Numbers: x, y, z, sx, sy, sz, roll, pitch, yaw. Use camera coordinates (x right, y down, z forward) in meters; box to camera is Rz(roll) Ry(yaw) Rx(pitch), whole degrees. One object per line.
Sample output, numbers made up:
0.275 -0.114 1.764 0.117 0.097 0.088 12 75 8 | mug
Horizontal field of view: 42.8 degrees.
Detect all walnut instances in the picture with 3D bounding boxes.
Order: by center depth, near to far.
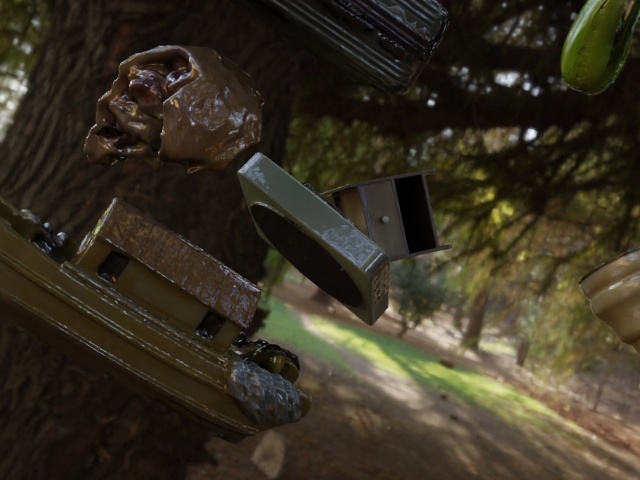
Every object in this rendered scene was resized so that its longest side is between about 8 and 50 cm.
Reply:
-0.160 -0.163 0.969 0.238 0.141 0.204 5 22 42 | walnut

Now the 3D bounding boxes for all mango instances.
0.339 -0.256 0.974 0.074 0.165 0.091 25 22 21 | mango

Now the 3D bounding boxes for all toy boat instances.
-0.196 0.058 0.843 0.445 0.162 0.136 32 6 -15 | toy boat

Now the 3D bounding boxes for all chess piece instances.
0.413 0.163 0.933 0.124 0.307 0.139 -11 -21 -27 | chess piece

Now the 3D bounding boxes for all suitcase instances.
-0.009 -0.301 0.967 0.312 0.128 0.202 29 7 -26 | suitcase

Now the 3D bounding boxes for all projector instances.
0.000 0.000 1.257 0.259 0.079 0.257 40 -14 17 | projector

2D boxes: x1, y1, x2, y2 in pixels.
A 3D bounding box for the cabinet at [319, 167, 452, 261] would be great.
0.138 -0.042 1.706 0.215 0.175 0.148 -12 0 -26 | cabinet
